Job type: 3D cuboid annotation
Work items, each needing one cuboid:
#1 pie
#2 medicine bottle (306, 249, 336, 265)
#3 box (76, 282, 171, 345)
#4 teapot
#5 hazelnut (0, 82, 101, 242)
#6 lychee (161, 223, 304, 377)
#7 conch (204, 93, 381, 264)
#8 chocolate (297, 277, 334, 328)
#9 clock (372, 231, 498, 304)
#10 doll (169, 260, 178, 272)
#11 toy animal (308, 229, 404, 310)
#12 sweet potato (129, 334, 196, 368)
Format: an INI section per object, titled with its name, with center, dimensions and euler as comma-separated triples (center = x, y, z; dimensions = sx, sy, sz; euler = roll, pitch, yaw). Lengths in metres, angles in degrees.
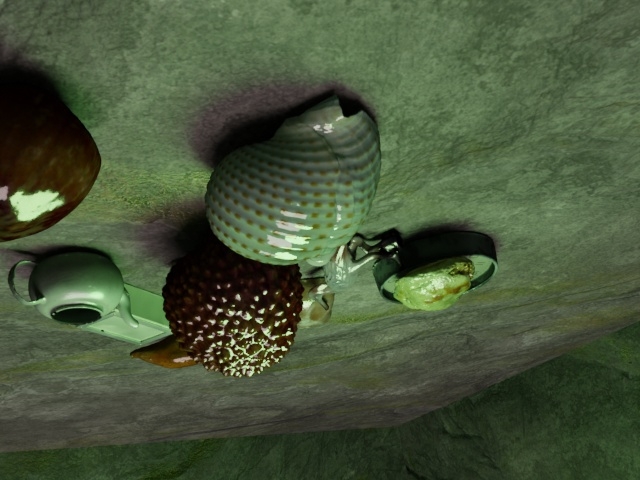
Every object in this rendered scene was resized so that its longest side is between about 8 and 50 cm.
[pie]
center = 0.281, 0.112, 1.624
dimensions = 0.201, 0.090, 0.248
euler = -12, 157, -2
[medicine bottle]
center = 0.000, 0.000, 1.450
dimensions = 0.080, 0.080, 0.130
euler = -5, 154, -11
[box]
center = -0.475, 0.183, 1.656
dimensions = 0.129, 0.086, 0.225
euler = -21, 152, 22
[teapot]
center = -0.522, 0.109, 1.434
dimensions = 0.193, 0.129, 0.294
euler = -29, 149, 33
[hazelnut]
center = -0.422, -0.101, 0.952
dimensions = 0.218, 0.218, 0.234
euler = -3, 152, -14
[lychee]
center = -0.179, 0.122, 1.398
dimensions = 0.306, 0.330, 0.306
euler = -19, -178, 1
[conch]
center = -0.027, -0.075, 1.149
dimensions = 0.303, 0.215, 0.319
euler = 2, 155, -46
[chocolate]
center = -0.036, 0.188, 1.827
dimensions = 0.161, 0.083, 0.261
euler = -10, 154, -4
[clock]
center = 0.298, 0.078, 1.737
dimensions = 0.325, 0.067, 0.325
euler = -8, 154, -4
[doll]
center = -0.298, 0.070, 1.525
dimensions = 0.093, 0.051, 0.061
euler = -3, 179, -8
[toy animal]
center = 0.053, 0.076, 1.603
dimensions = 0.195, 0.090, 0.324
euler = 27, 131, -34
[sweet potato]
center = -0.364, 0.305, 1.926
dimensions = 0.359, 0.112, 0.112
euler = -8, 155, -10
